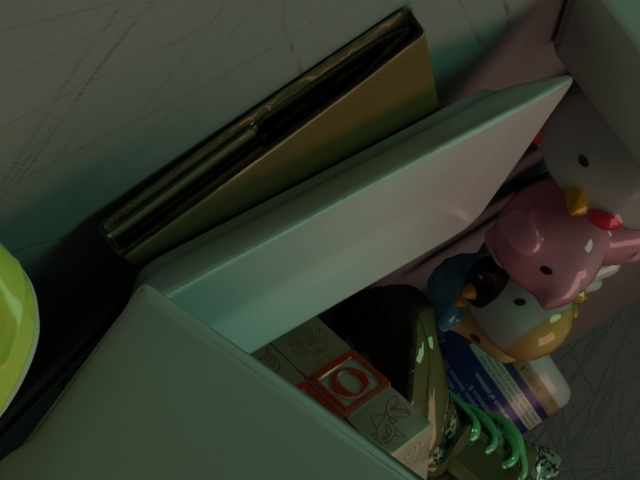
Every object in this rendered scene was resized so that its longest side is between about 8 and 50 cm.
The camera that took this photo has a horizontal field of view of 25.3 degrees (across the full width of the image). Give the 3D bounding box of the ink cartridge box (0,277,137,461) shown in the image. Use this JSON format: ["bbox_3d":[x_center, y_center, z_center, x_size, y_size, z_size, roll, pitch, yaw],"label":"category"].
[{"bbox_3d":[-0.192,0.209,0.689,0.324,0.071,0.330,-50,153,-53],"label":"ink cartridge box"}]

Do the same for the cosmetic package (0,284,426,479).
[{"bbox_3d":[-0.038,0.168,0.682,0.197,0.155,0.365,-55,167,-4],"label":"cosmetic package"}]

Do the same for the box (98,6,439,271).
[{"bbox_3d":[-0.011,-0.027,0.702,0.164,0.021,0.201,-37,166,-1],"label":"box"}]

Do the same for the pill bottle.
[{"bbox_3d":[0.087,0.158,1.337,0.265,0.153,0.153,-35,167,3],"label":"pill bottle"}]

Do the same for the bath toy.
[{"bbox_3d":[0.167,-0.010,1.008,0.129,0.151,0.348,11,160,-5],"label":"bath toy"}]

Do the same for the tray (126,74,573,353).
[{"bbox_3d":[0.000,0.000,0.703,0.270,0.030,0.145,-29,161,-30],"label":"tray"}]

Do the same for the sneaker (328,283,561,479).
[{"bbox_3d":[0.110,0.183,1.199,0.182,0.158,0.410,-22,131,-17],"label":"sneaker"}]

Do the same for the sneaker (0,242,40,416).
[{"bbox_3d":[-0.188,0.077,0.435,0.240,0.091,0.126,-60,154,-20],"label":"sneaker"}]

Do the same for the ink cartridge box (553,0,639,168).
[{"bbox_3d":[0.292,-0.113,0.738,0.273,0.198,0.115,-32,167,-5],"label":"ink cartridge box"}]

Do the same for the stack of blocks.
[{"bbox_3d":[0.015,0.219,1.068,0.087,0.171,0.297,-32,145,-27],"label":"stack of blocks"}]
